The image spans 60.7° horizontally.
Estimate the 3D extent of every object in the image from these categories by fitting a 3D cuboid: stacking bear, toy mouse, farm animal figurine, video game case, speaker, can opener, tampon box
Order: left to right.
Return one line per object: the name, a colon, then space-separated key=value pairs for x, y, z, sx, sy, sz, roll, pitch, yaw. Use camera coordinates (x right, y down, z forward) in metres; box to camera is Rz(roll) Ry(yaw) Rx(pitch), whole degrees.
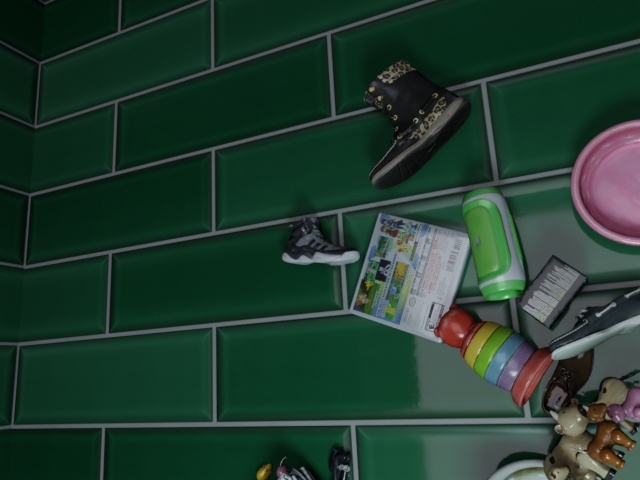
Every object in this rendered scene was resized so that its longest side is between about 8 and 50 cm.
toy mouse: x=-0.138 y=0.755 z=1.697 sx=0.143 sy=0.031 sz=0.161 roll=43 pitch=98 yaw=26
can opener: x=0.053 y=0.713 z=1.611 sx=0.059 sy=0.073 sz=0.186 roll=9 pitch=85 yaw=-13
video game case: x=0.269 y=0.104 z=1.645 sx=0.300 sy=0.036 sz=0.328 roll=16 pitch=87 yaw=27
stacking bear: x=0.446 y=0.285 z=1.461 sx=0.289 sy=0.164 sz=0.175 roll=33 pitch=94 yaw=32
speaker: x=0.474 y=0.008 z=1.505 sx=0.131 sy=0.131 sz=0.296 roll=-16 pitch=66 yaw=22
tampon box: x=0.604 y=0.137 z=1.430 sx=0.101 sy=0.120 sz=0.161 roll=39 pitch=97 yaw=26
farm animal figurine: x=0.617 y=0.456 z=1.275 sx=0.172 sy=0.330 sz=0.326 roll=30 pitch=109 yaw=32

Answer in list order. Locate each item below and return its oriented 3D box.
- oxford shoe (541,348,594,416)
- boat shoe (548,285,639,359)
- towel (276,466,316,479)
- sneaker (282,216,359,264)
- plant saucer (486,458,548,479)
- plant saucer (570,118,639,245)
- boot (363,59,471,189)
oxford shoe: x=0.631 y=0.346 z=1.388 sx=0.083 sy=0.096 sz=0.227 roll=22 pitch=86 yaw=32
boat shoe: x=0.689 y=0.204 z=1.356 sx=0.303 sy=0.114 sz=0.091 roll=-18 pitch=60 yaw=-10
towel: x=-0.050 y=0.826 z=1.570 sx=0.284 sy=0.121 sz=0.235 roll=44 pitch=115 yaw=26
sneaker: x=0.000 y=0.000 z=1.754 sx=0.269 sy=0.101 sz=0.153 roll=-1 pitch=81 yaw=28
plant saucer: x=0.541 y=0.723 z=1.271 sx=0.401 sy=0.100 sz=0.400 roll=3 pitch=45 yaw=-3
plant saucer: x=0.826 y=-0.144 z=1.409 sx=0.332 sy=0.084 sz=0.331 roll=-5 pitch=77 yaw=23
boot: x=0.239 y=-0.366 z=1.701 sx=0.377 sy=0.138 sz=0.284 roll=-44 pitch=66 yaw=6
